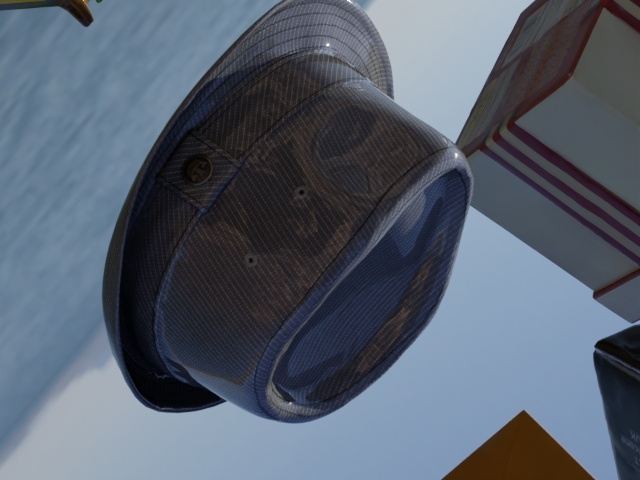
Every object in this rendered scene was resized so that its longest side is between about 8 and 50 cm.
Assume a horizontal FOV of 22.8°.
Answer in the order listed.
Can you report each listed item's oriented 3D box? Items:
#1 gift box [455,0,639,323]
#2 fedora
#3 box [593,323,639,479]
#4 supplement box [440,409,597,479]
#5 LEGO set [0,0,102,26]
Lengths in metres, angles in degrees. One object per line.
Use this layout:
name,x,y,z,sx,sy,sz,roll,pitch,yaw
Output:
gift box,0.284,-0.098,1.361,0.255,0.258,0.276,-60,-170,-25
fedora,0.000,0.000,0.941,0.275,0.124,0.243,-51,147,-15
box,0.187,0.102,0.475,0.153,0.207,0.108,-24,-153,-19
supplement box,0.180,0.257,1.093,0.129,0.194,0.191,-40,-154,-2
LEGO set,-0.090,-0.267,0.708,0.192,0.331,0.255,-13,155,-44
